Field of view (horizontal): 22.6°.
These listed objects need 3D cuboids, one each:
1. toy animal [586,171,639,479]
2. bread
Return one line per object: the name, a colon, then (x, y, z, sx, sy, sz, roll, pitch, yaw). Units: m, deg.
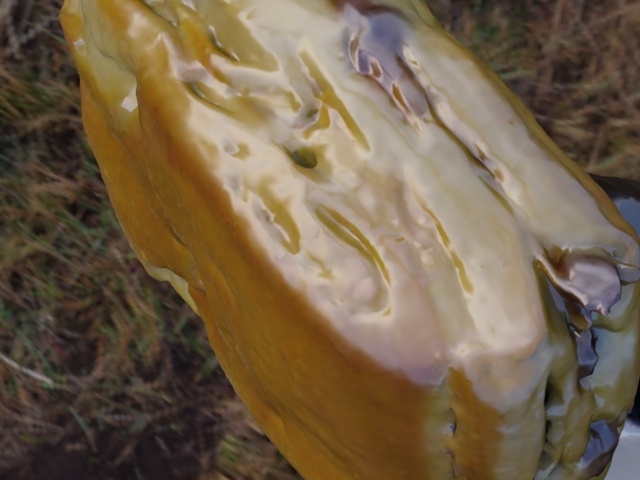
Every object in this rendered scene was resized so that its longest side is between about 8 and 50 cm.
toy animal: (0.100, 0.114, 0.703, 0.213, 0.212, 0.266, 22, 59, -33)
bread: (0.000, 0.000, 0.536, 0.099, 0.235, 0.210, -35, 153, -17)
